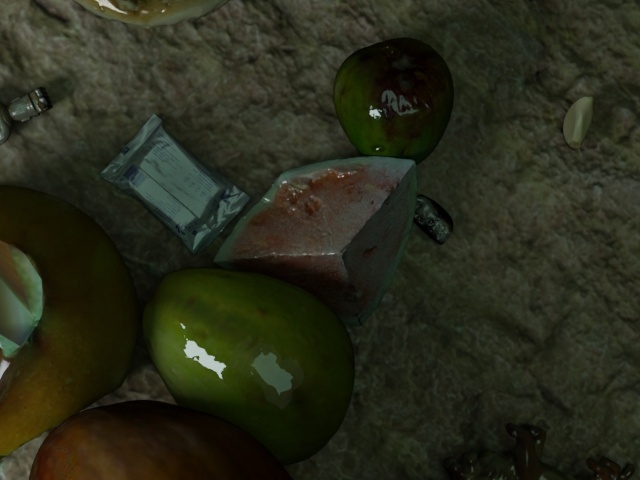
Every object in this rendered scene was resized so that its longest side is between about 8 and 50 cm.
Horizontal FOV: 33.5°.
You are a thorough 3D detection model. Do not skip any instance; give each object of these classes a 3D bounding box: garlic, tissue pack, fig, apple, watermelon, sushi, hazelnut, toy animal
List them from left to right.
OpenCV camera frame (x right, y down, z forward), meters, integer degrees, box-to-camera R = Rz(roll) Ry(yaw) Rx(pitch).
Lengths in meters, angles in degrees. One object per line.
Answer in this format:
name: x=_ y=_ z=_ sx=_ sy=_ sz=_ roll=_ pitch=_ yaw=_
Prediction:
apple: x=-0.422 y=0.119 z=1.391 sx=0.374 sy=0.374 sz=0.384 roll=30 pitch=84 yaw=-9
hazelnut: x=-0.191 y=0.361 z=1.308 sx=0.366 sy=0.366 sz=0.365 roll=0 pitch=90 yaw=-10
tissue pack: x=-0.215 y=-0.081 z=1.587 sx=0.193 sy=0.026 sz=0.122 roll=41 pitch=83 yaw=-7
fig: x=-0.104 y=0.165 z=1.481 sx=0.326 sy=0.258 sz=0.258 roll=36 pitch=84 yaw=-17
watermelon: x=0.000 y=0.000 z=1.559 sx=0.260 sy=0.176 sz=0.256 roll=6 pitch=97 yaw=23
fig: x=0.112 y=-0.199 z=1.581 sx=0.181 sy=0.181 sz=0.191 roll=-4 pitch=114 yaw=-10
sushi: x=0.174 y=-0.036 z=1.648 sx=0.083 sy=0.044 sz=0.046 roll=44 pitch=84 yaw=-9
toy animal: x=0.341 y=0.379 z=1.661 sx=0.312 sy=0.097 sz=0.157 roll=24 pitch=98 yaw=-12
garlic: x=0.410 y=-0.184 z=1.686 sx=0.041 sy=0.053 sz=0.083 roll=17 pitch=78 yaw=-8

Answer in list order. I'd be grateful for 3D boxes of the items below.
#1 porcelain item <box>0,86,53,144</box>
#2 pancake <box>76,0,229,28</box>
porcelain item: x=-0.489 y=-0.165 z=1.523 sx=0.213 sy=0.054 sz=0.084 roll=-24 pitch=96 yaw=-9
pancake: x=-0.244 y=-0.495 z=1.556 sx=0.387 sy=0.082 sz=0.387 roll=1 pitch=86 yaw=-11
